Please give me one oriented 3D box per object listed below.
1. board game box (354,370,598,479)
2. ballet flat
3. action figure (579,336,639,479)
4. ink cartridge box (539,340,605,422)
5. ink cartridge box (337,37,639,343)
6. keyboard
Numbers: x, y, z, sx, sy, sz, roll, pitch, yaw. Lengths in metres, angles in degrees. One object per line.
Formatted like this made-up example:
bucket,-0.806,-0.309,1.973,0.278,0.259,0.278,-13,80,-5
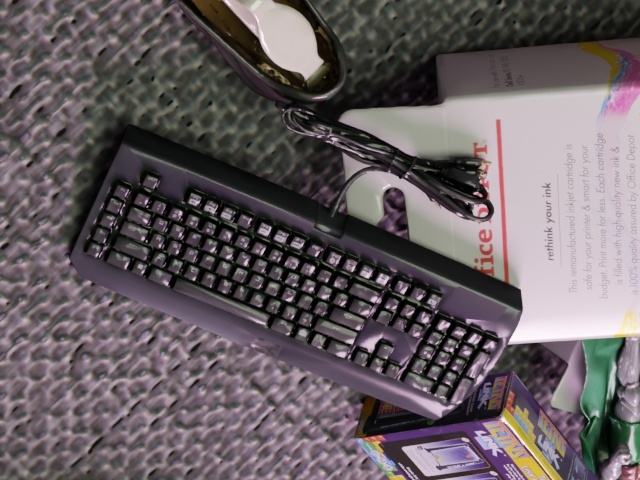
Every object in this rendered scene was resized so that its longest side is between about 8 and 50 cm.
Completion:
board game box,0.131,0.182,1.357,0.170,0.141,0.048,51,41,-33
ballet flat,-0.069,-0.193,1.125,0.095,0.096,0.280,-48,123,-2
action figure,0.263,0.160,1.389,0.137,0.063,0.232,-11,119,-26
ink cartridge box,0.251,0.058,1.410,0.104,0.061,0.181,19,100,-31
ink cartridge box,0.197,-0.039,1.265,0.353,0.119,0.207,-4,114,4
keyboard,0.000,0.000,1.199,0.317,0.033,0.201,22,109,-12
